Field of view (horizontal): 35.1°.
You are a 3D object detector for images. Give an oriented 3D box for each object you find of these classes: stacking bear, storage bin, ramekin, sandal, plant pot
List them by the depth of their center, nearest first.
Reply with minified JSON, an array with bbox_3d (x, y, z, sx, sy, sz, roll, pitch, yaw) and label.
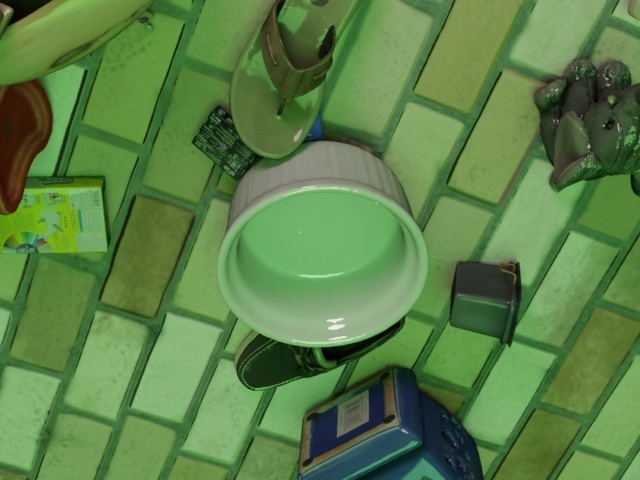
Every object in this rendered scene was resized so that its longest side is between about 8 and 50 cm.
[{"bbox_3d":[-0.029,-0.246,1.252,0.120,0.086,0.303,22,103,-6],"label":"sandal"},{"bbox_3d":[-0.515,-0.157,1.275,0.289,0.175,0.164,9,146,7],"label":"stacking bear"},{"bbox_3d":[0.000,0.000,1.358,0.277,0.135,0.277,-2,130,-3],"label":"ramekin"},{"bbox_3d":[0.234,0.077,1.439,0.091,0.135,0.098,10,117,4],"label":"storage bin"},{"bbox_3d":[0.095,0.341,1.514,0.236,0.236,0.212,-30,107,13],"label":"plant pot"}]

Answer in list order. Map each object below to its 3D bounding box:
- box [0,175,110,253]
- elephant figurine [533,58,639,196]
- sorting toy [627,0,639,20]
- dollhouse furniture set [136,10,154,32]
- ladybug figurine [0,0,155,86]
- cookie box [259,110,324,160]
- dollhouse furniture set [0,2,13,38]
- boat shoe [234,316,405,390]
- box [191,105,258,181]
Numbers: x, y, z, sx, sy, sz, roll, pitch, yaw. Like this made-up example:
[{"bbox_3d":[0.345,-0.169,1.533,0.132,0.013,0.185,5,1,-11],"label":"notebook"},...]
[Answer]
[{"bbox_3d":[-0.387,-0.034,1.403,0.179,0.043,0.105,-1,117,-4],"label":"box"},{"bbox_3d":[0.359,-0.127,1.273,0.169,0.239,0.186,-28,115,11],"label":"elephant figurine"},{"bbox_3d":[0.536,-0.376,1.219,0.255,0.089,0.257,2,117,-12],"label":"sorting toy"},{"bbox_3d":[-0.272,-0.293,1.294,0.114,0.091,0.081,-12,162,28],"label":"dollhouse furniture set"},{"bbox_3d":[-0.336,-0.347,1.160,0.449,0.162,0.305,-25,99,9],"label":"ladybug figurine"},{"bbox_3d":[-0.044,-0.154,1.355,0.091,0.040,0.107,-7,117,2],"label":"cookie box"},{"bbox_3d":[-0.345,-0.351,1.030,0.212,0.161,0.242,23,81,0],"label":"dollhouse furniture set"},{"bbox_3d":[-0.002,0.148,1.481,0.285,0.092,0.103,-26,115,11],"label":"boat shoe"},{"bbox_3d":[-0.124,-0.129,1.353,0.083,0.018,0.067,40,129,0],"label":"box"}]
